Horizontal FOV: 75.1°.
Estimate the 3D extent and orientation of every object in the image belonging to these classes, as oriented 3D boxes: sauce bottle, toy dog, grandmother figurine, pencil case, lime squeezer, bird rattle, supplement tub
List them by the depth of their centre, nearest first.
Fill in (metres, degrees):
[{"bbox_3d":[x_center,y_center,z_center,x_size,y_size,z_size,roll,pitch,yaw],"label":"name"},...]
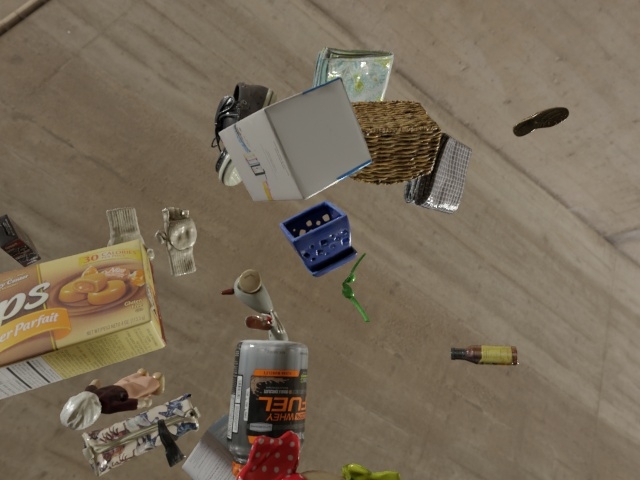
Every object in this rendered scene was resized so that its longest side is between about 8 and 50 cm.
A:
[{"bbox_3d":[-0.004,0.399,0.608,0.254,0.206,0.143,24,-52,-18],"label":"bird rattle"},{"bbox_3d":[0.335,0.236,0.859,0.128,0.042,0.042,-4,-38,21],"label":"sauce bottle"},{"bbox_3d":[-0.142,0.448,1.136,0.208,0.337,0.207,2,-17,1],"label":"supplement tub"},{"bbox_3d":[-0.591,0.456,1.207,0.208,0.103,0.342,0,-4,13],"label":"grandmother figurine"},{"bbox_3d":[-0.673,0.729,1.580,0.159,0.411,0.183,59,-43,24],"label":"pencil case"},{"bbox_3d":[-0.259,0.263,1.583,0.333,0.161,0.220,62,-9,24],"label":"toy dog"},{"bbox_3d":[0.141,0.176,1.693,0.110,0.309,0.058,1,-33,1],"label":"lime squeezer"}]

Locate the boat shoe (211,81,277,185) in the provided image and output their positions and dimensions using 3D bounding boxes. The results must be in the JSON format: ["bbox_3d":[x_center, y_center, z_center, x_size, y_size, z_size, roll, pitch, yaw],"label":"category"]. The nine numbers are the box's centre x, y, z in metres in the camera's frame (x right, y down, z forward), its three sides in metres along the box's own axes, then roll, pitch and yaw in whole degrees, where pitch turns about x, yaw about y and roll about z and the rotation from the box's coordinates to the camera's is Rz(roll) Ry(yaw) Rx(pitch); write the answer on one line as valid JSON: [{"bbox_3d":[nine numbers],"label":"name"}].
[{"bbox_3d":[-0.247,-0.335,1.251,0.156,0.499,0.186,22,-49,-14],"label":"boat shoe"}]

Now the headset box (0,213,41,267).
[{"bbox_3d":[-0.531,-0.001,0.722,0.062,0.032,0.083,48,-24,21],"label":"headset box"}]

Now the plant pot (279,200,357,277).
[{"bbox_3d":[0.000,0.000,1.674,0.211,0.236,0.236,66,-8,-26],"label":"plant pot"}]

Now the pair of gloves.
[{"bbox_3d":[-0.465,0.006,1.173,0.240,0.203,0.042,-3,3,-37],"label":"pair of gloves"}]

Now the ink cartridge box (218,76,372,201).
[{"bbox_3d":[-0.056,-0.185,0.817,0.233,0.171,0.168,7,-54,59],"label":"ink cartridge box"}]

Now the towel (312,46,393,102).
[{"bbox_3d":[0.118,-0.589,1.700,0.374,0.321,0.090,102,-31,-41],"label":"towel"}]

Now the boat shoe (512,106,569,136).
[{"bbox_3d":[0.762,-0.420,1.451,0.178,0.060,0.064,-18,-69,27],"label":"boat shoe"}]

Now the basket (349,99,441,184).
[{"bbox_3d":[0.215,-0.326,1.390,0.300,0.222,0.213,-5,-49,-8],"label":"basket"}]

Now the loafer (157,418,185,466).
[{"bbox_3d":[-0.545,0.726,1.514,0.062,0.062,0.169,-27,-98,62],"label":"loafer"}]

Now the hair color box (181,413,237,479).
[{"bbox_3d":[-0.240,0.766,1.329,0.375,0.185,0.114,37,16,14],"label":"hair color box"}]

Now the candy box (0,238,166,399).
[{"bbox_3d":[-0.426,0.124,0.655,0.087,0.317,0.182,89,-21,-47],"label":"candy box"}]

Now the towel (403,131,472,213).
[{"bbox_3d":[0.444,-0.249,1.539,0.235,0.283,0.121,7,11,-42],"label":"towel"}]
